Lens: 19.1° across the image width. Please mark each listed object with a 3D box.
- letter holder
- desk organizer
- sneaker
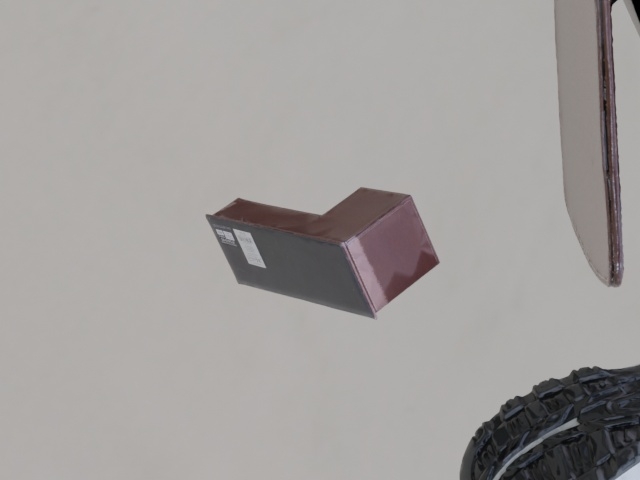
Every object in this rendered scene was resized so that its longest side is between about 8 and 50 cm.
[{"bbox_3d":[0.249,-0.091,1.305,0.302,0.152,0.214,-81,169,-79],"label":"letter holder"},{"bbox_3d":[0.000,0.000,1.010,0.050,0.130,0.047,-37,116,-26],"label":"desk organizer"},{"bbox_3d":[0.212,0.100,0.983,0.100,0.271,0.108,-97,160,-47],"label":"sneaker"}]
